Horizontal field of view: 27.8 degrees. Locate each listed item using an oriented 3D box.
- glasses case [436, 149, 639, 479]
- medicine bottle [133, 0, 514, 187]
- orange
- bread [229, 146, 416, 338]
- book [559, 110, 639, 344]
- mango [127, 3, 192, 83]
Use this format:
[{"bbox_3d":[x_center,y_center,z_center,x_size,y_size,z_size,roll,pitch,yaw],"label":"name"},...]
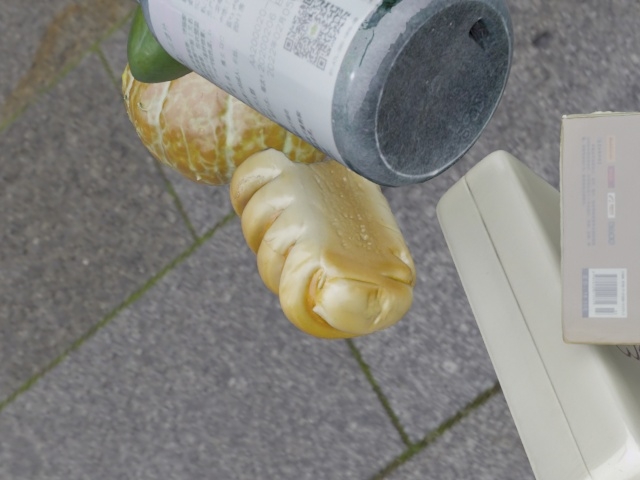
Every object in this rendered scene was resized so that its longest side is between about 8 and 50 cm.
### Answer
[{"bbox_3d":[0.173,0.073,0.866,0.070,0.131,0.312,-42,35,22],"label":"glasses case"},{"bbox_3d":[-0.022,-0.155,0.854,0.293,0.141,0.141,34,89,36],"label":"medicine bottle"},{"bbox_3d":[-0.113,-0.214,1.825,0.329,0.329,0.249,18,120,37],"label":"orange"},{"bbox_3d":[0.000,0.000,0.961,0.084,0.119,0.177,-53,43,33],"label":"bread"},{"bbox_3d":[0.236,-0.008,0.735,0.199,0.016,0.138,0,86,20],"label":"book"},{"bbox_3d":[-0.091,-0.236,1.134,0.091,0.137,0.237,49,136,13],"label":"mango"}]
